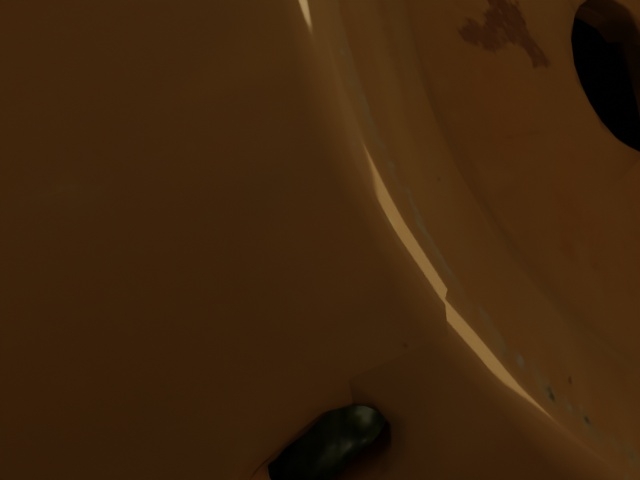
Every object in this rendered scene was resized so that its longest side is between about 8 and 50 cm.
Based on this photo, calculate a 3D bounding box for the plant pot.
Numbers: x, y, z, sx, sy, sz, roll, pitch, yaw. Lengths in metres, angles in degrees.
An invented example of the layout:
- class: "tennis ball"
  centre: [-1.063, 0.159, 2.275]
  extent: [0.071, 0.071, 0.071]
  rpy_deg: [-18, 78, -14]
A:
- class: "plant pot"
  centre: [0.000, 0.000, 0.476]
  extent: [0.291, 0.203, 0.291]
  rpy_deg: [23, 55, -37]
